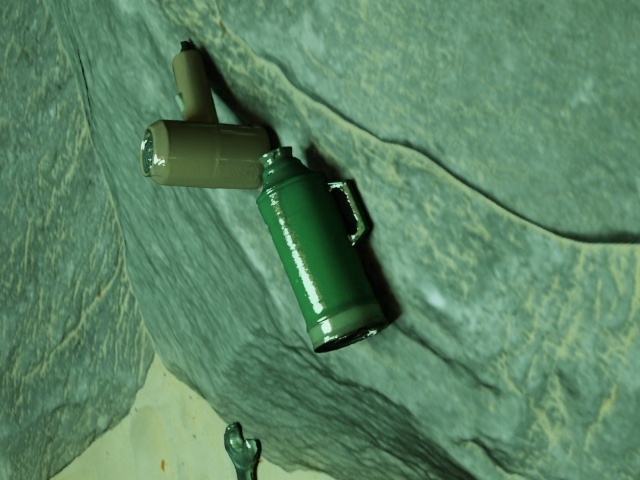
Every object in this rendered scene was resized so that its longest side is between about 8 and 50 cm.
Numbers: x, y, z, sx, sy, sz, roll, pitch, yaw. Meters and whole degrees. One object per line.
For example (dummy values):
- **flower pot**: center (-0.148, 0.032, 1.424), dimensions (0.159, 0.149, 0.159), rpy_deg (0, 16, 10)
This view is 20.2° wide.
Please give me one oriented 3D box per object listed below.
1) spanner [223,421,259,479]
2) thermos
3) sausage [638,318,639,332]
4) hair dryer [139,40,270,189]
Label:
- **spanner**: center (-0.070, 0.313, 1.868), dimensions (0.054, 0.015, 0.255), rpy_deg (7, 107, 53)
- **thermos**: center (-0.005, 0.002, 1.626), dimensions (0.083, 0.073, 0.188), rpy_deg (-40, 69, 53)
- **sausage**: center (0.307, -0.010, 1.190), dimensions (0.086, 0.086, 0.289), rpy_deg (58, 141, 23)
- **hair dryer**: center (-0.123, -0.126, 1.733), dimensions (0.064, 0.117, 0.182), rpy_deg (115, 149, -43)
